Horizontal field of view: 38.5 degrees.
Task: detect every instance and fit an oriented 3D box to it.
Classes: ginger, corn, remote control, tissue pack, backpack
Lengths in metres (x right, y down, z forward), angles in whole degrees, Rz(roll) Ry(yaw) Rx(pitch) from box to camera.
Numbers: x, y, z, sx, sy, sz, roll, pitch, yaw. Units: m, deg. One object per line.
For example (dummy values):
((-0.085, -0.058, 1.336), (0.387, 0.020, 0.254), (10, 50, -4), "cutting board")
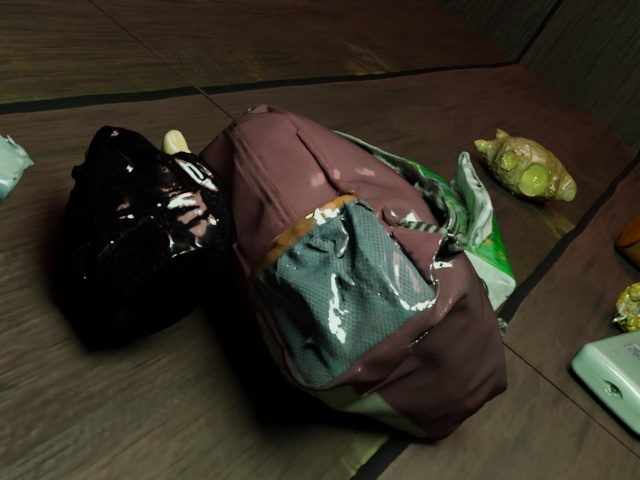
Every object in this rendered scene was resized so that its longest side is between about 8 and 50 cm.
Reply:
((0.378, -0.138, 1.708), (0.216, 0.102, 0.157), (28, 18, -15), "ginger")
((0.583, 0.135, 1.464), (0.310, 0.101, 0.101), (18, 29, -30), "corn")
((0.444, 0.184, 1.248), (0.140, 0.056, 0.296), (49, 26, 25), "remote control")
((0.155, -0.015, 1.123), (0.148, 0.156, 0.209), (32, 23, -14), "tissue pack")
((0.023, 0.011, 0.827), (0.317, 0.197, 0.283), (54, 4, 33), "backpack")

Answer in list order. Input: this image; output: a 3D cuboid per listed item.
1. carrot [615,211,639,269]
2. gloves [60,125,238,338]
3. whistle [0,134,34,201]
((0.734, 0.039, 1.718), (0.331, 0.193, 0.214), (47, -14, 16), "carrot")
((-0.158, -0.022, 0.752), (0.203, 0.164, 0.124), (41, -20, 32), "gloves")
((-0.361, -0.114, 0.728), (0.269, 0.093, 0.180), (35, 29, -16), "whistle")
